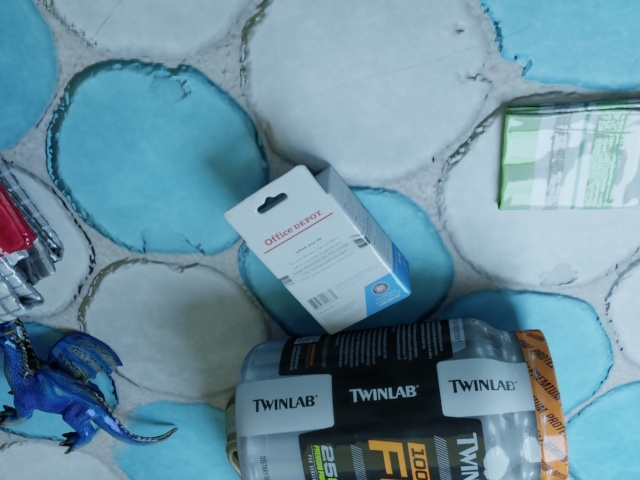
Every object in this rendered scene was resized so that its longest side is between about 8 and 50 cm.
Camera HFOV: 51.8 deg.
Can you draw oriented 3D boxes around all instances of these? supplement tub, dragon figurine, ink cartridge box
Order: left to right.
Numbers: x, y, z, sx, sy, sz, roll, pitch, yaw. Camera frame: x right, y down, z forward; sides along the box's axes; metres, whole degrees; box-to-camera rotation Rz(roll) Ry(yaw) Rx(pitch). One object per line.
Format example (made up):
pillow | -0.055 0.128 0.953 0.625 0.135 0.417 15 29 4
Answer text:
dragon figurine | -0.298 0.173 0.793 0.289 0.085 0.144 27 121 -10
ink cartridge box | 0.000 0.000 0.667 0.104 0.060 0.180 -30 115 23
supplement tub | 0.084 0.187 0.701 0.316 0.193 0.193 -9 121 11

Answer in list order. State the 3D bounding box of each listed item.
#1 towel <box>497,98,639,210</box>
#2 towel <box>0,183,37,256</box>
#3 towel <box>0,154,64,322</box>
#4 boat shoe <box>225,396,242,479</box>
towel | 0.247 -0.075 0.617 0.152 0.023 0.113 -2 122 7
towel | -0.407 -0.038 0.568 0.275 0.031 0.199 -17 117 13
towel | -0.425 -0.031 0.660 0.235 0.121 0.283 -20 117 15
boat shoe | -0.048 0.325 0.863 0.104 0.089 0.285 -22 118 18
